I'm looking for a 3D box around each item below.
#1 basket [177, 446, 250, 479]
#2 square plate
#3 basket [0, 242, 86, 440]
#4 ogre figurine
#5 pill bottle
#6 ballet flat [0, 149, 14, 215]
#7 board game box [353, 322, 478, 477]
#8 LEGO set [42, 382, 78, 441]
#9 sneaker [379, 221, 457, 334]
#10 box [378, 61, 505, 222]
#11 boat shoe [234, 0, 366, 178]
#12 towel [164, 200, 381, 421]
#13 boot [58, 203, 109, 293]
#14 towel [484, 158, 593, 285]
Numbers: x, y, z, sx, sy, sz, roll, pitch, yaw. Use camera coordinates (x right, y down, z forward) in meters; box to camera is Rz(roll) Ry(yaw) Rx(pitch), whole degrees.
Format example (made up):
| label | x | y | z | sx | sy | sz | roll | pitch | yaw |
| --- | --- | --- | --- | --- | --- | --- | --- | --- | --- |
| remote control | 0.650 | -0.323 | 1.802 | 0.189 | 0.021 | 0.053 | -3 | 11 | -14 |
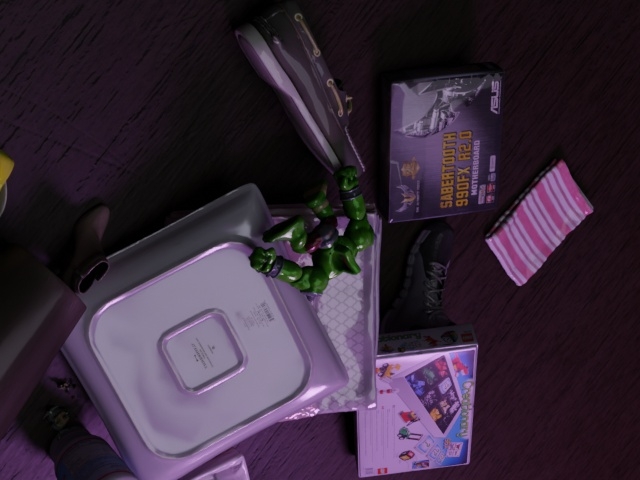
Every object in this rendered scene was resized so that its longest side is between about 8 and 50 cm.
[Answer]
| label | x | y | z | sx | sy | sz | roll | pitch | yaw |
| --- | --- | --- | --- | --- | --- | --- | --- | --- | --- |
| basket | -0.175 | 0.388 | 1.922 | 0.113 | 0.103 | 0.167 | -24 | 124 | -25 |
| square plate | -0.168 | 0.146 | 1.749 | 0.344 | 0.049 | 0.347 | -28 | 110 | -7 |
| basket | -0.421 | 0.126 | 1.590 | 0.204 | 0.154 | 0.227 | 42 | 76 | -6 |
| ogre figurine | 0.000 | 0.000 | 1.730 | 0.118 | 0.097 | 0.197 | 54 | 50 | -22 |
| pill bottle | -0.318 | 0.326 | 1.752 | 0.087 | 0.160 | 0.087 | -15 | 119 | -29 |
| ballet flat | -0.443 | -0.012 | 1.562 | 0.077 | 0.077 | 0.231 | 15 | 101 | -54 |
| board game box | 0.150 | 0.265 | 2.033 | 0.193 | 0.053 | 0.305 | -6 | 133 | -4 |
| LEGO set | -0.367 | 0.239 | 1.771 | 0.054 | 0.023 | 0.083 | 30 | 80 | -43 |
| sneaker | 0.189 | 0.093 | 2.018 | 0.086 | 0.132 | 0.228 | 12 | 105 | -39 |
| box | 0.183 | -0.150 | 1.915 | 0.183 | 0.056 | 0.231 | -7 | 117 | -15 |
| boat shoe | -0.006 | -0.199 | 1.754 | 0.091 | 0.109 | 0.305 | -40 | 125 | -7 |
| towel | -0.066 | 0.112 | 1.823 | 0.317 | 0.053 | 0.331 | -4 | 106 | -14 |
| boot | -0.302 | 0.016 | 1.661 | 0.042 | 0.087 | 0.118 | 32 | 91 | -39 |
| towel | 0.377 | -0.030 | 2.161 | 0.197 | 0.029 | 0.144 | -47 | 129 | -7 |
